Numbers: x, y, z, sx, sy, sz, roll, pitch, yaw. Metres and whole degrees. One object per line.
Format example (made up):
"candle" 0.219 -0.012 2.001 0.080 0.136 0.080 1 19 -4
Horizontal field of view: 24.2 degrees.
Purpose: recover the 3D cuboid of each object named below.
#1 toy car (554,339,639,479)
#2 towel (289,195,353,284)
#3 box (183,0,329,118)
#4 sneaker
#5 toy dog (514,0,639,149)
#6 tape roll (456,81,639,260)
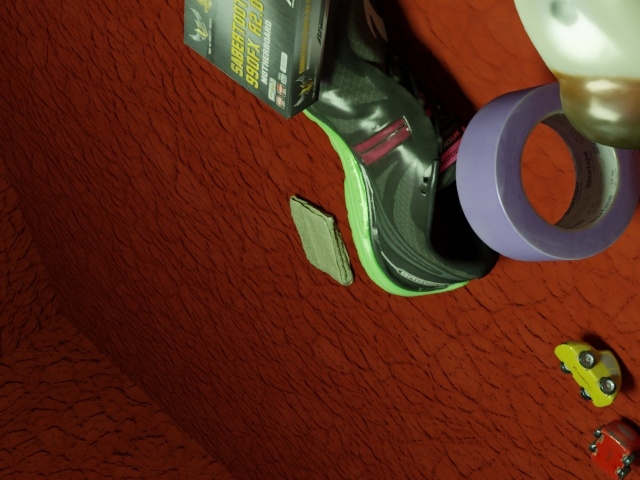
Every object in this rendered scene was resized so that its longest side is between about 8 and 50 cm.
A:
"toy car" 0.414 0.234 1.899 0.225 0.053 0.239 22 143 51
"towel" 0.000 0.000 2.397 0.110 0.027 0.148 31 149 45
"box" -0.073 -0.277 1.689 0.183 0.056 0.231 38 144 25
"sneaker" 0.104 -0.145 1.846 0.202 0.185 0.483 0 128 37
"toy dog" 0.321 -0.213 0.949 0.395 0.408 0.284 27 -127 -79
"tape roll" 0.245 -0.072 1.599 0.189 0.189 0.080 59 157 -13
